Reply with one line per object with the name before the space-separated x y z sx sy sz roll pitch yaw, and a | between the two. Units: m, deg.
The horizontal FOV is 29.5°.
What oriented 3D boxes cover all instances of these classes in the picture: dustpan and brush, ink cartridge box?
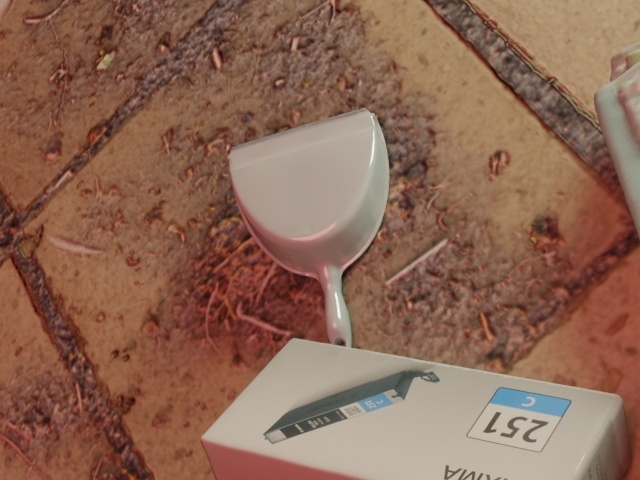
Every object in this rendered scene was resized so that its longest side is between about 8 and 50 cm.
dustpan and brush | 0.000 0.000 1.069 0.147 0.060 0.211 -15 57 13
ink cartridge box | 0.037 0.190 0.874 0.296 0.066 0.261 6 37 34

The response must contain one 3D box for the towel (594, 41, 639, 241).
towel | 0.379 -0.026 0.815 0.320 0.090 0.374 -24 61 23
